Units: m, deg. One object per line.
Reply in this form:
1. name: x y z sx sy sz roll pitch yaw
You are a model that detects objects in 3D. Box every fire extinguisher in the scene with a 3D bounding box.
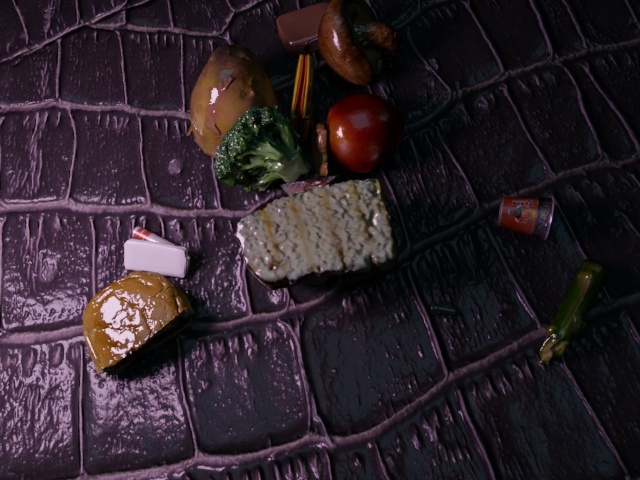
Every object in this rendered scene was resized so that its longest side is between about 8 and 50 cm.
1. fire extinguisher: 0.340 0.191 1.538 0.083 0.025 0.038 8 106 5

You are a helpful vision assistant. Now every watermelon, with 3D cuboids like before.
1. watermelon: -0.029 -0.158 1.662 0.180 0.094 0.081 -12 71 16

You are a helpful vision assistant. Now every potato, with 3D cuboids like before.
1. potato: -0.271 -0.428 1.692 0.300 0.237 0.289 -8 68 -2

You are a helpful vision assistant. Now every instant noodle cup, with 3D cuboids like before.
1. instant noodle cup: 0.568 -0.071 1.592 0.135 0.127 0.127 10 68 14

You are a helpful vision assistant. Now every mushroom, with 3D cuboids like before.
1. mushroom: 0.116 -0.613 1.774 0.282 0.195 0.264 17 61 -21

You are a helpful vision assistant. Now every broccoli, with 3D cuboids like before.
1. broccoli: -0.152 -0.241 1.596 0.294 0.265 0.245 -2 28 -40

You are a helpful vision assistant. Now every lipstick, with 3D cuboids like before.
1. lipstick: -0.473 0.002 1.631 0.130 0.038 0.038 25 71 11

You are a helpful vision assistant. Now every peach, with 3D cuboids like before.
1. peach: 0.129 -0.312 1.655 0.243 0.199 0.244 1 75 -5

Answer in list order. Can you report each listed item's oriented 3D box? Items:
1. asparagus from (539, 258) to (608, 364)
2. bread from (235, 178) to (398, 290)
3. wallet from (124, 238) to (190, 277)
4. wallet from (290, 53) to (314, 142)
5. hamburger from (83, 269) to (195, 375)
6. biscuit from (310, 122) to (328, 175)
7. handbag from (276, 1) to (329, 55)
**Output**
1. asparagus: 0.668 0.179 1.504 0.082 0.085 0.343 41 71 -9
2. bread: -0.008 0.003 1.511 0.394 0.264 0.240 -14 80 -3
3. wallet: -0.455 0.050 1.593 0.189 0.033 0.095 7 110 7
4. wallet: -0.047 -0.427 1.733 0.067 0.141 0.242 5 65 0
5. hamburger: -0.489 0.195 1.505 0.308 0.132 0.211 -35 73 -10
6. biscuit: -0.006 -0.271 1.671 0.035 0.163 0.250 4 37 -10
7. handbag: -0.039 -0.692 1.883 0.193 0.072 0.151 -16 69 -6
